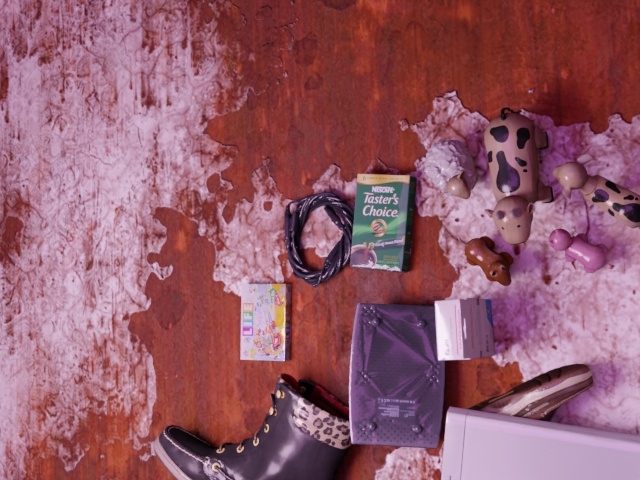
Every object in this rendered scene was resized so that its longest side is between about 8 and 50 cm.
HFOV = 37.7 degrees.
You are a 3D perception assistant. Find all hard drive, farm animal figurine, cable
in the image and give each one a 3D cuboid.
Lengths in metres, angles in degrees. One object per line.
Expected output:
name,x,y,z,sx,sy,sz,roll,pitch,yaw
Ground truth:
hard drive,0.139,0.245,1.709,0.172,0.054,0.254,2,82,4
hard drive,0.378,0.417,1.556,0.353,0.047,0.233,6,100,17
farm animal figurine,0.360,-0.080,1.588,0.330,0.172,0.326,-26,75,23
cable,0.000,0.000,1.841,0.151,0.047,0.184,-5,81,21

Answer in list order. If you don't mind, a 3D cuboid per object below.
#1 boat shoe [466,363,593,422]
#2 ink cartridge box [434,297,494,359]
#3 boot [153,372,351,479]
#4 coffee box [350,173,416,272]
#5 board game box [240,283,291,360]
boat shoe,0.361,0.297,1.613,0.257,0.095,0.095,-30,87,28
ink cartridge box,0.245,0.153,1.623,0.060,0.180,0.104,-6,83,26
boot,-0.119,0.386,1.811,0.377,0.138,0.284,29,100,22
coffee box,0.118,-0.035,1.780,0.113,0.040,0.184,6,88,27
board game box,-0.110,0.164,1.887,0.104,0.026,0.154,-2,85,27
